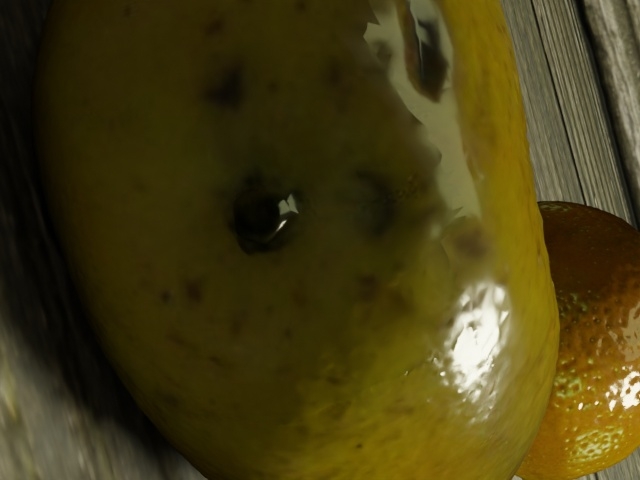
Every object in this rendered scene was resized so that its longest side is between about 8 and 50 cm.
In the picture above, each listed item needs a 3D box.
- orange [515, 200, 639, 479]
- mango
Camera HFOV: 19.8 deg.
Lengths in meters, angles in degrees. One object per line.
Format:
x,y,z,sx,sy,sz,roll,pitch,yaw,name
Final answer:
0.200,0.076,1.410,0.237,0.158,0.179,-82,170,-58,orange
0.000,0.000,0.755,0.365,0.182,0.253,72,9,-59,mango
